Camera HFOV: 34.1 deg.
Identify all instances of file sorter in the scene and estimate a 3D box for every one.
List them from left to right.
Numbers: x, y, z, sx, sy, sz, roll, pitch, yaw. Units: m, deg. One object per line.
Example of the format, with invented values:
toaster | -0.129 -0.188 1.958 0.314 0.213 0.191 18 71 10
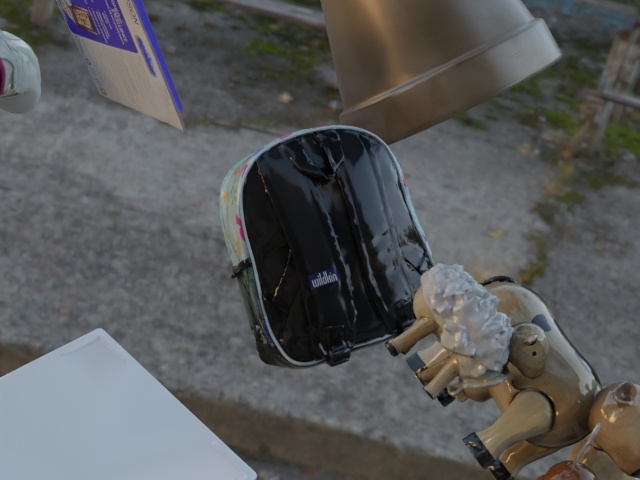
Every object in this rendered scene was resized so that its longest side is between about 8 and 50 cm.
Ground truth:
file sorter | -0.223 0.236 0.783 0.193 0.173 0.278 37 43 27

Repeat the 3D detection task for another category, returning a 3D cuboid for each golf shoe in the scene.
golf shoe | -0.455 -0.231 1.399 0.115 0.140 0.306 -15 -22 2

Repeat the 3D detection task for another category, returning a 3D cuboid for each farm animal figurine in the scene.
farm animal figurine | 0.225 0.163 0.938 0.326 0.172 0.330 53 3 17

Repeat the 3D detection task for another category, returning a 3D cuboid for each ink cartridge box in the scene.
ink cartridge box | -0.242 -0.248 1.285 0.045 0.206 0.208 -38 42 -24

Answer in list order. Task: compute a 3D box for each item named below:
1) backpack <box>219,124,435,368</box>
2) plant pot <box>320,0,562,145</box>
backpack | 0.000 0.000 1.200 0.225 0.253 0.191 -18 5 -19
plant pot | 0.133 -0.312 1.458 0.323 0.280 0.323 -26 8 4
